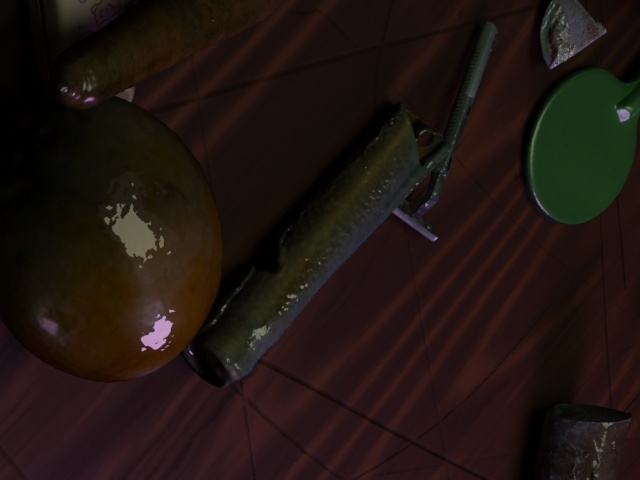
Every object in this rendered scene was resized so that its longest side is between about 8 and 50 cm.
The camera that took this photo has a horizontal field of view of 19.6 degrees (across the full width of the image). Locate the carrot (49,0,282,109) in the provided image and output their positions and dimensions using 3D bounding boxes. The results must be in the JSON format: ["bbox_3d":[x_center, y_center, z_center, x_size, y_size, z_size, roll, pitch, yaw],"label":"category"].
[{"bbox_3d":[-0.119,-0.161,1.400,0.342,0.070,0.070,-40,130,-58],"label":"carrot"}]

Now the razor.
[{"bbox_3d":[0.125,-0.109,1.751,0.084,0.036,0.211,34,77,-47],"label":"razor"}]

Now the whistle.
[{"bbox_3d":[0.000,0.000,1.634,0.326,0.068,0.057,-47,172,-27],"label":"whistle"}]

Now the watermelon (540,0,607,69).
[{"bbox_3d":[0.253,-0.202,1.835,0.085,0.061,0.085,-6,98,-50],"label":"watermelon"}]

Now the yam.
[{"bbox_3d":[0.260,0.300,1.963,0.093,0.093,0.259,2,101,-46],"label":"yam"}]

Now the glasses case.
[{"bbox_3d":[-0.181,-0.182,1.404,0.081,0.051,0.204,-26,119,-41],"label":"glasses case"}]

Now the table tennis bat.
[{"bbox_3d":[0.298,-0.124,1.926,0.257,0.039,0.160,-42,127,-23],"label":"table tennis bat"}]

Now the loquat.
[{"bbox_3d":[-0.163,-0.002,1.381,0.179,0.179,0.227,-34,138,-35],"label":"loquat"}]
